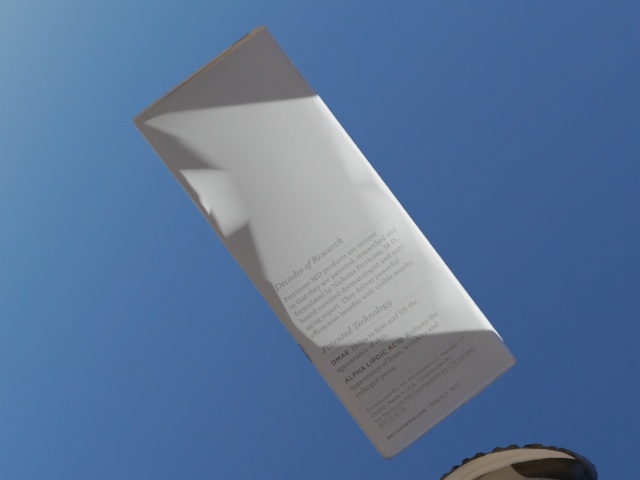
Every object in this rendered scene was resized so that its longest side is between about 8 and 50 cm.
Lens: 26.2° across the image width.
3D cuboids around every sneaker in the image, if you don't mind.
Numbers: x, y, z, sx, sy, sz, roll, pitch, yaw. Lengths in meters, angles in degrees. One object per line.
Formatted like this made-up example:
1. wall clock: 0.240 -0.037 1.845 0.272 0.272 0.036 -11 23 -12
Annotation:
1. sneaker: 0.127 0.266 1.236 0.271 0.100 0.108 -27 -125 14

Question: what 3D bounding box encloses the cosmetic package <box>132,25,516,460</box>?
1. cosmetic package: 0.000 0.000 1.302 0.156 0.385 0.217 -38 180 -2
